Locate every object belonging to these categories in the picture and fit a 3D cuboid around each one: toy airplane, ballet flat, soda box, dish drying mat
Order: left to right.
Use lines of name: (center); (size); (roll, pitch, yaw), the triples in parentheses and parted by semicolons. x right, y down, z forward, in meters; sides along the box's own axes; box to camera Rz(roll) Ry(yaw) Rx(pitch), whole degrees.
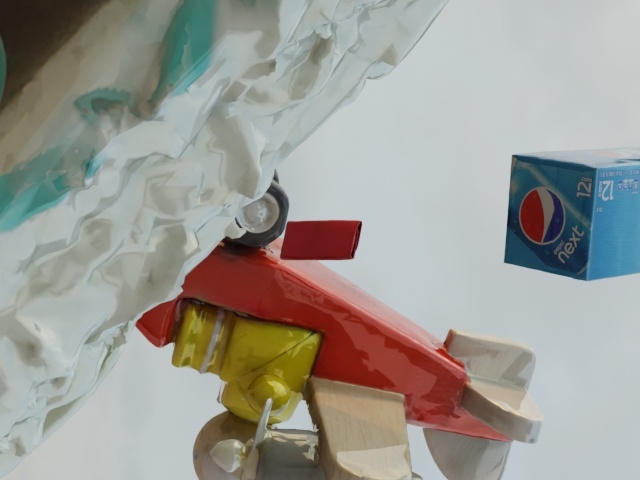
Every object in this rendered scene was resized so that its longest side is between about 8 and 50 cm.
ballet flat: (-0.052, -0.049, 0.391); (0.409, 0.147, 0.147); (-47, -156, 3)
dish drying mat: (0.000, 0.000, 1.236); (0.083, 0.008, 0.032); (-1, -105, 50)
toy airplane: (0.002, 0.130, 1.451); (0.384, 0.386, 0.272); (40, -81, 31)
soda box: (0.210, -0.022, 1.047); (0.067, 0.210, 0.071); (13, -77, 45)
